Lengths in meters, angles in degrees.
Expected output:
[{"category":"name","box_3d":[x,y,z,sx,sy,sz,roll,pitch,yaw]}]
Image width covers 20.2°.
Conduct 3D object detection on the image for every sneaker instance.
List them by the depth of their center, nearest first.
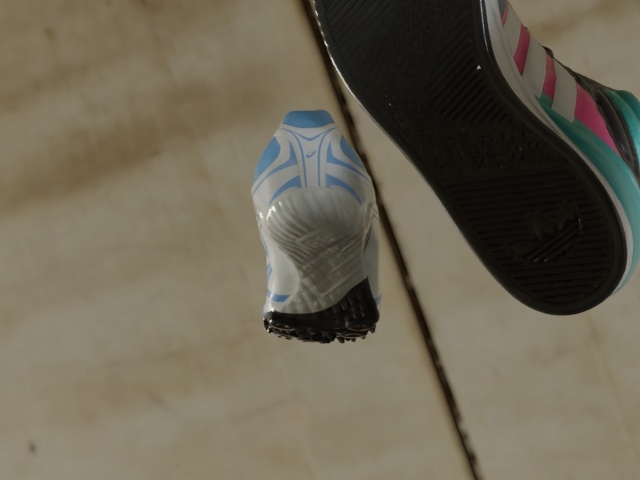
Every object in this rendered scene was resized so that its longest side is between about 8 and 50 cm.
[{"category":"sneaker","box_3d":[0.111,-0.094,1.110,0.124,0.295,0.178,-32,-8,19]},{"category":"sneaker","box_3d":[0.000,0.000,1.180,0.085,0.086,0.237,3,-29,2]}]
